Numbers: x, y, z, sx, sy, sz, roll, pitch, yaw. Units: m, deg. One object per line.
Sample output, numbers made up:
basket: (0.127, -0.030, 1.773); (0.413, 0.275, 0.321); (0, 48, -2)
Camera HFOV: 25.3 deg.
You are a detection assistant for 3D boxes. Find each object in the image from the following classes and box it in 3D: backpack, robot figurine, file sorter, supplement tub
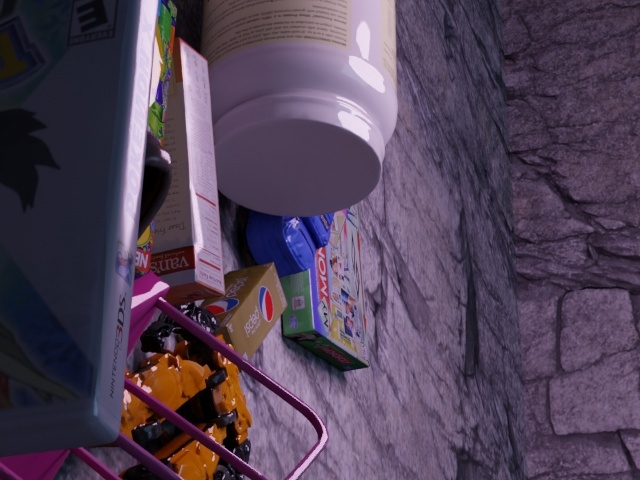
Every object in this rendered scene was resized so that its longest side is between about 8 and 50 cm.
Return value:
backpack: (-0.040, -0.019, 1.747); (0.098, 0.101, 0.120); (57, 31, -32)
robot figurine: (-0.150, 0.174, 1.346); (0.291, 0.085, 0.211); (-31, 109, -69)
file sorter: (-0.151, 0.207, 0.943); (0.182, 0.291, 0.202); (36, 19, 8)
supplement tub: (-0.027, -0.216, 1.686); (0.235, 0.235, 0.325); (53, 32, -52)

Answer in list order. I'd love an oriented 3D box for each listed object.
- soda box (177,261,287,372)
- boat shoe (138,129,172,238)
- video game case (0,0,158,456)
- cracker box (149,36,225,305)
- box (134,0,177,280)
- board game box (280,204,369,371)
soda box: (-0.095, 0.088, 1.585); (0.181, 0.061, 0.058); (-54, 130, -64)
boat shoe: (-0.222, 0.047, 0.920); (0.324, 0.096, 0.116); (-51, 142, -5)
video game case: (-0.253, -0.013, 0.786); (0.036, 0.329, 0.300); (59, 27, -55)
cracker box: (-0.176, -0.052, 1.293); (0.067, 0.155, 0.232); (34, 48, -65)
box: (-0.260, -0.141, 1.076); (0.290, 0.177, 0.279); (52, 33, -52)
board game box: (0.000, 0.000, 1.931); (0.213, 0.046, 0.317); (40, 43, -62)
